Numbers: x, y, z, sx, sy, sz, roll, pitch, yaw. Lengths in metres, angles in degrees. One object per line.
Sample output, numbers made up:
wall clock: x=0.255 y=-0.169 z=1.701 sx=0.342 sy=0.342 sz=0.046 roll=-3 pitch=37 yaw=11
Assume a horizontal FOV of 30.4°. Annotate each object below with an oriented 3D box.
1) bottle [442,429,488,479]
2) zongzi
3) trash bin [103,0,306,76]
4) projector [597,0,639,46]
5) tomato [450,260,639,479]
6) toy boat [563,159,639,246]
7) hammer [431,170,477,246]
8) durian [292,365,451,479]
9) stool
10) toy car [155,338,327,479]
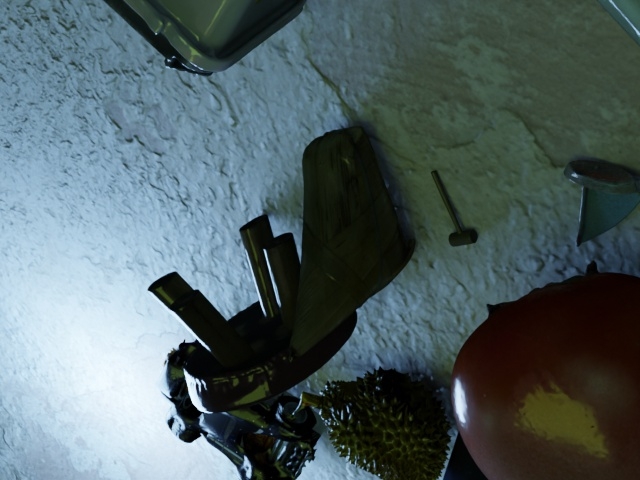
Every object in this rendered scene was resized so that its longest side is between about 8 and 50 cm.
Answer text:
bottle: x=0.225 y=0.336 z=1.764 sx=0.082 sy=0.072 sz=0.244 roll=-3 pitch=135 yaw=-11
zongzi: x=0.000 y=0.000 z=1.523 sx=0.115 sy=0.256 sz=0.228 roll=7 pitch=128 yaw=47
trash bin: x=-0.105 y=-0.403 z=1.279 sx=0.296 sy=0.256 sz=0.368 roll=44 pitch=132 yaw=0
projector: x=0.311 y=-0.344 z=0.998 sx=0.249 sy=0.248 sz=0.248 roll=45 pitch=138 yaw=-4
tomato: x=0.322 y=0.194 z=1.397 sx=0.321 sy=0.321 sz=0.322 roll=20 pitch=134 yaw=22
toy boat: x=0.336 y=-0.038 z=1.409 sx=0.096 sy=0.034 sz=0.122 roll=18 pitch=142 yaw=25
hammer: x=0.169 y=-0.043 z=1.537 sx=0.035 sy=0.019 sz=0.110 roll=-10 pitch=113 yaw=41
durian: x=0.091 y=0.254 z=1.736 sx=0.237 sy=0.193 sz=0.138 roll=24 pitch=118 yaw=-4
stool: x=-0.101 y=0.101 z=1.666 sx=0.272 sy=0.272 sz=0.179 roll=-13 pitch=114 yaw=42
toy car: x=-0.137 y=0.280 z=1.960 sx=0.301 sy=0.118 sz=0.193 roll=35 pitch=129 yaw=9
